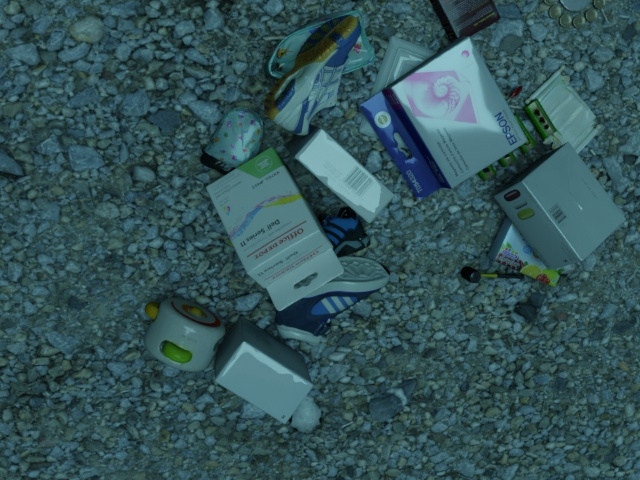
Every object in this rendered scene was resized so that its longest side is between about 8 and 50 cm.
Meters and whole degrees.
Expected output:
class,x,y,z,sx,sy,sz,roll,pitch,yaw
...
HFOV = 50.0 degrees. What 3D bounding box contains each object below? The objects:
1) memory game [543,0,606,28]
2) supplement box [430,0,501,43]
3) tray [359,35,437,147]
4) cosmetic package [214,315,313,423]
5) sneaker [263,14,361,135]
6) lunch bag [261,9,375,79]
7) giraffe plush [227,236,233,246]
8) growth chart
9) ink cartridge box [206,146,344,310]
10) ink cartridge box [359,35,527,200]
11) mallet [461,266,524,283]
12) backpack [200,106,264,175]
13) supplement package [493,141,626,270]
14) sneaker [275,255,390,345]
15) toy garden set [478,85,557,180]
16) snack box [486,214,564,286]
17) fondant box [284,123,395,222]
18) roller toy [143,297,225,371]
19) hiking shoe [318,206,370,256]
class,x,y,z,sx,sy,sz,roll,pitch,yaw
memory game,0.693,-0.671,1.867,0.186,0.012,0.186,-2,103,-7
supplement box,0.355,-0.651,1.794,0.130,0.073,0.239,-31,103,0
tray,0.214,-0.398,1.851,0.145,0.030,0.270,17,99,-12
cosmetic package,-0.158,0.344,1.857,0.224,0.224,0.138,35,95,-13
sneaker,0.002,-0.377,1.579,0.131,0.112,0.296,33,105,-36
lunch bag,-0.017,-0.460,1.706,0.262,0.223,0.160,-23,107,-2
giraffe plush,-0.149,0.004,1.828,0.170,0.181,0.210,28,133,11
growth chart,0.679,-0.346,1.929,0.172,0.021,0.237,-39,104,2
ink cartridge box,-0.113,-0.030,1.680,0.207,0.119,0.353,-32,62,3
ink cartridge box,0.326,-0.311,1.817,0.330,0.071,0.324,-33,106,7
mallet,0.503,0.103,1.978,0.190,0.062,0.039,4,102,-9
backpack,-0.214,-0.253,1.781,0.152,0.115,0.182,26,95,-10
supplement package,0.643,-0.089,1.856,0.204,0.145,0.262,-37,90,-21
sneaker,0.026,0.181,1.919,0.323,0.130,0.236,-8,129,-26
toy garden set,0.500,-0.312,1.887,0.244,0.049,0.204,-36,103,6
snack box,0.609,0.013,1.969,0.207,0.070,0.174,23,96,-13
fondant box,0.038,-0.178,1.718,0.238,0.330,0.096,41,93,-13
roller toy,-0.359,0.242,1.829,0.191,0.209,0.146,18,102,-50
hiking shoe,0.000,0.000,1.820,0.304,0.113,0.132,-24,94,-46
